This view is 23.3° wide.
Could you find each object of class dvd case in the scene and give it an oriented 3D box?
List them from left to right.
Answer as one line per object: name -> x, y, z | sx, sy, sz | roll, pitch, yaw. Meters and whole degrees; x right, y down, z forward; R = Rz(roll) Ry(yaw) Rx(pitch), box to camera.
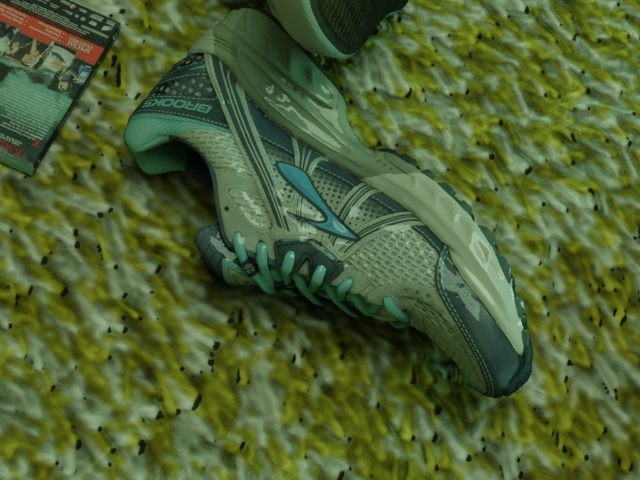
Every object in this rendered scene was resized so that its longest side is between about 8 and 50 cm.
dvd case -> -0.185, -0.104, 0.941 | 0.087, 0.013, 0.119 | 24, 59, 2

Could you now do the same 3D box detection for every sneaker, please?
sneaker -> -0.017, -0.172, 0.897 | 0.123, 0.290, 0.106 | 18, 101, 7
sneaker -> 0.000, 0.000, 0.886 | 0.122, 0.110, 0.283 | -40, 68, -14
